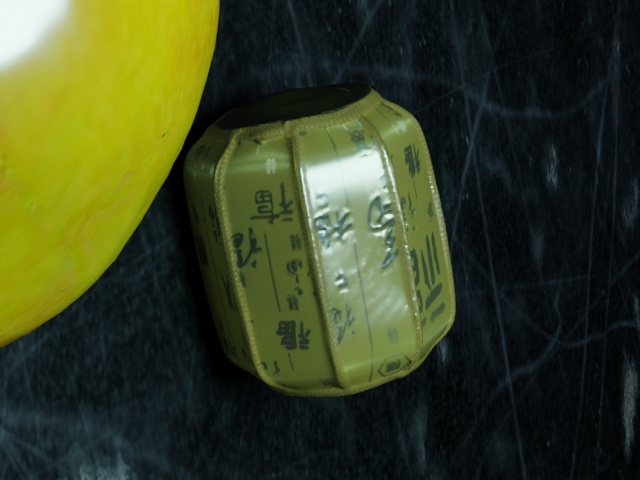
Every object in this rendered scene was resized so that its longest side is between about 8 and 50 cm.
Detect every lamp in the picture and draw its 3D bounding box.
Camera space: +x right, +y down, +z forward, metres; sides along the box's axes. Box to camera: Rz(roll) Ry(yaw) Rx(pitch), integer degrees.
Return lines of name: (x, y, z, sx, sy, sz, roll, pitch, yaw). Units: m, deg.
lamp: (0.000, 0.000, 1.270, 0.161, 0.161, 0.185, -41, 120, -60)

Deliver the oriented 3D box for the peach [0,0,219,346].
peach: (-0.174, -0.111, 0.742, 0.308, 0.307, 0.332, 61, 35, -42)
